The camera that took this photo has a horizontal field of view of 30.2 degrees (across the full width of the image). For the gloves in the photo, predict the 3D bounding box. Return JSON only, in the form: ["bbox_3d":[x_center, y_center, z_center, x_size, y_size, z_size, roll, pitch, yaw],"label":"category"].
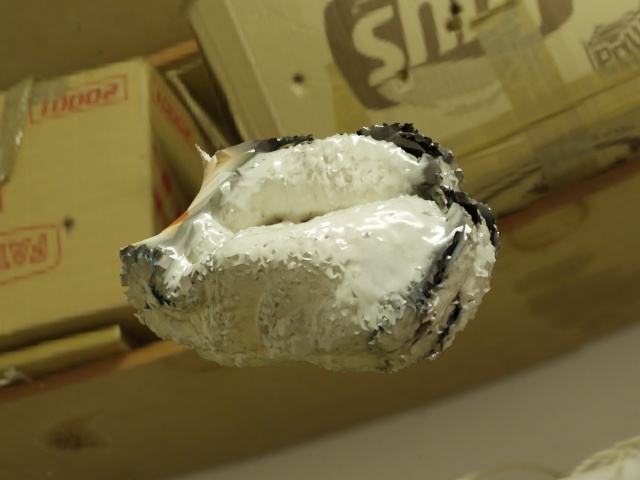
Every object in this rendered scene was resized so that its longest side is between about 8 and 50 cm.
[{"bbox_3d":[0.001,0.004,0.478,0.153,0.114,0.070,0,-48,38],"label":"gloves"}]
